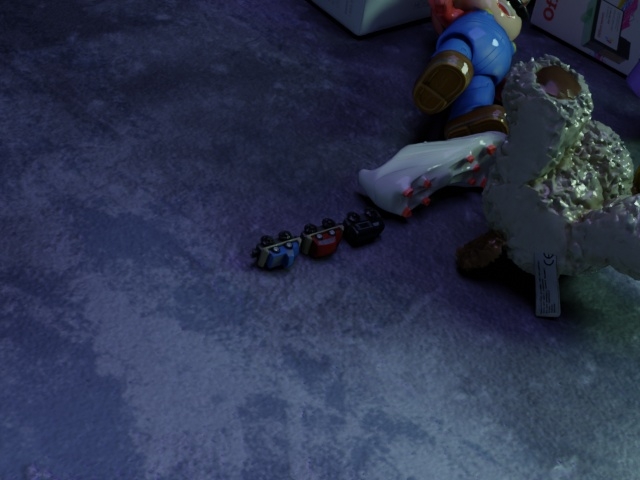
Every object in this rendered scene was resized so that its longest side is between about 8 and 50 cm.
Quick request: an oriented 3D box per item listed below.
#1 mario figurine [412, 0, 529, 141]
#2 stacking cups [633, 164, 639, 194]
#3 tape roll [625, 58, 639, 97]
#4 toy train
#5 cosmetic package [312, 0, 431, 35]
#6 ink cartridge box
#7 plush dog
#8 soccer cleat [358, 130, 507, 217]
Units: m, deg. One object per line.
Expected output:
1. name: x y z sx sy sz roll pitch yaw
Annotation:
1. mario figurine: 0.206 -0.257 1.615 0.170 0.198 0.320 4 41 11
2. stacking cups: 0.468 0.016 1.420 0.096 0.096 0.316 -15 49 -30
3. tape roll: 0.483 -0.139 1.518 0.275 0.090 0.275 30 19 -11
4. toy train: 0.000 0.000 1.363 0.158 0.027 0.036 -16 56 -32
5. cosmetic package: 0.011 -0.474 1.859 0.230 0.161 0.453 -19 47 -33
6. ink cartridge box: 0.432 -0.323 1.740 0.278 0.201 0.117 35 43 28
7. plush dog: 0.262 -0.052 1.409 0.262 0.210 0.225 53 32 5
8. soccer cleat: 0.130 -0.085 1.474 0.196 0.068 0.076 -23 46 -32
